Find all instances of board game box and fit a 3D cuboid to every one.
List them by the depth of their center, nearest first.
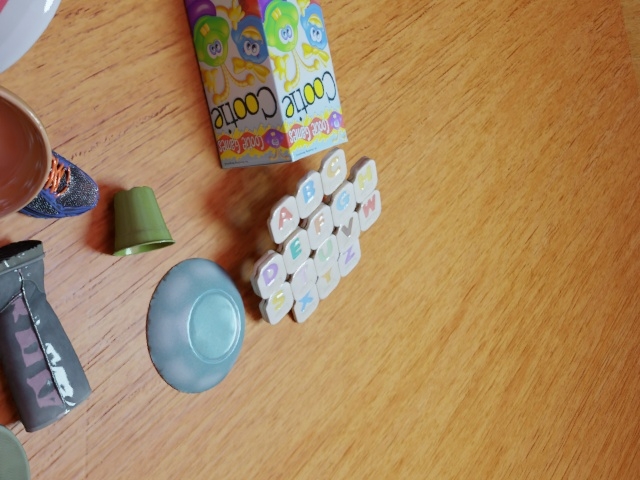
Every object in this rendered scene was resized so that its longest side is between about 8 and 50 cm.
[{"bbox_3d":[-0.079,-0.258,1.347,0.144,0.142,0.275,-27,110,-49],"label":"board game box"}]

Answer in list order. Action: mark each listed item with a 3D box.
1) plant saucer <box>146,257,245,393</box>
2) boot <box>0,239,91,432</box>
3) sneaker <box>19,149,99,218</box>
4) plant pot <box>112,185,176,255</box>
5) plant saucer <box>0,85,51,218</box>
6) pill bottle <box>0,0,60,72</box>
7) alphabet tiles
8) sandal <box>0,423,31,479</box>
[{"bbox_3d":[-0.163,0.122,1.315,0.195,0.037,0.195,1,88,-53],"label":"plant saucer"},{"bbox_3d":[-0.359,0.121,1.048,0.189,0.076,0.209,-25,115,-47],"label":"boot"},{"bbox_3d":[-0.339,-0.084,1.055,0.221,0.087,0.083,30,67,-47],"label":"sneaker"},{"bbox_3d":[-0.237,-0.027,1.200,0.083,0.083,0.079,-7,82,-52],"label":"plant pot"},{"bbox_3d":[-0.380,-0.096,0.946,0.200,0.200,0.037,40,24,-44],"label":"plant saucer"},{"bbox_3d":[-0.443,-0.321,0.814,0.407,0.229,0.229,26,69,-49],"label":"pill bottle"},{"bbox_3d":[0.000,0.000,1.430,0.284,0.021,0.278,-45,147,-26],"label":"alphabet tiles"},{"bbox_3d":[-0.353,0.347,1.024,0.120,0.086,0.303,-13,99,-51],"label":"sandal"}]
